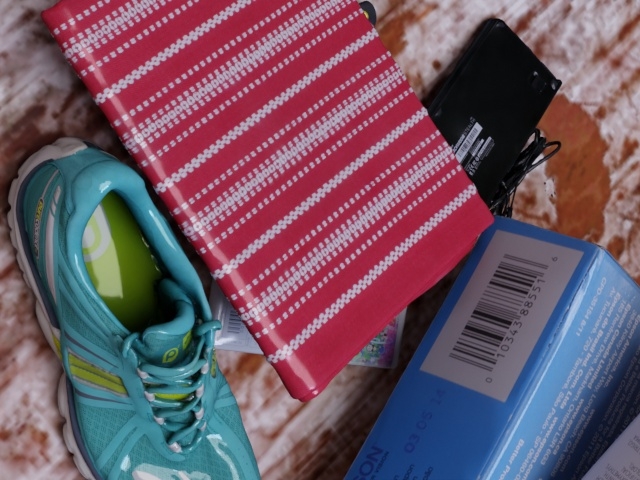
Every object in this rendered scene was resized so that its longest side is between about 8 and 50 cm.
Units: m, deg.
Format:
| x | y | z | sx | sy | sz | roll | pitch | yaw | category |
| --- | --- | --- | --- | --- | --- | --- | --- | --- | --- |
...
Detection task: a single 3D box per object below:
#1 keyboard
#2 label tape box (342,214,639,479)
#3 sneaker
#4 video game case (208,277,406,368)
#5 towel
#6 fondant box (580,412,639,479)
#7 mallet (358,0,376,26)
| x | y | z | sx | sy | sz | roll | pitch | yaw | category |
| --- | --- | --- | --- | --- | --- | --- | --- | --- | --- |
| 0.099 | -0.055 | 1.049 | 0.100 | 0.038 | 0.192 | 45 | 62 | -19 | keyboard |
| 0.179 | 0.174 | 1.065 | 0.334 | 0.106 | 0.240 | 41 | 74 | -41 | label tape box |
| -0.103 | 0.071 | 0.901 | 0.107 | 0.110 | 0.275 | -30 | 109 | -24 | sneaker |
| 0.000 | 0.000 | 1.006 | 0.143 | 0.019 | 0.157 | 9 | 89 | -31 | video game case |
| -0.022 | -0.064 | 0.926 | 0.199 | 0.031 | 0.275 | -41 | 104 | -34 | towel |
| 0.216 | 0.253 | 0.960 | 0.330 | 0.096 | 0.238 | -48 | 128 | 0 | fondant box |
| -0.041 | -0.112 | 0.965 | 0.190 | 0.039 | 0.062 | -12 | 99 | -32 | mallet |
